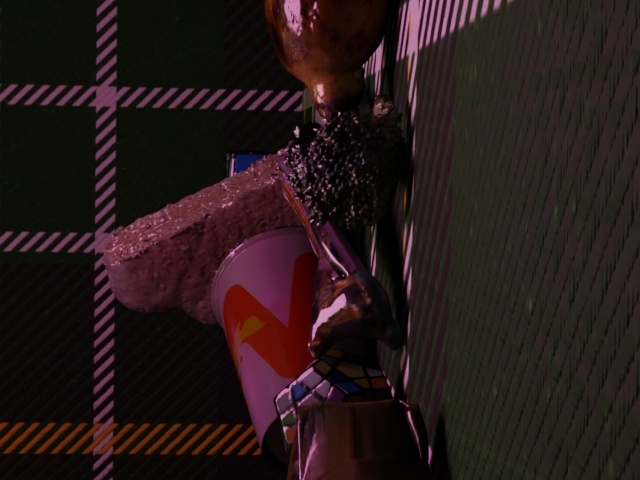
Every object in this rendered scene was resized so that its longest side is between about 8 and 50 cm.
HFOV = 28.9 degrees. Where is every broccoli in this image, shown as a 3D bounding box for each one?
[{"bbox_3d":[0.039,-0.068,1.230,0.204,0.118,0.122,16,-118,-77],"label":"broccoli"}]

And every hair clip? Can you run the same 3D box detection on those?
[{"bbox_3d":[-0.001,-0.002,1.301,0.096,0.110,0.359,-57,26,22],"label":"hair clip"}]

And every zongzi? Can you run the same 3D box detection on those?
[{"bbox_3d":[0.029,0.298,0.958,0.260,0.123,0.289,-92,5,-56],"label":"zongzi"}]

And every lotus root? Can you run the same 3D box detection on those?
[{"bbox_3d":[0.006,-0.276,1.327,0.169,0.141,0.314,118,153,-76],"label":"lotus root"}]

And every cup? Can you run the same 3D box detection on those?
[{"bbox_3d":[-0.022,0.140,1.466,0.288,0.203,0.203,-106,16,-54],"label":"cup"}]

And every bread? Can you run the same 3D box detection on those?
[{"bbox_3d":[-0.106,0.008,1.601,0.183,0.337,0.102,59,-170,-32],"label":"bread"}]

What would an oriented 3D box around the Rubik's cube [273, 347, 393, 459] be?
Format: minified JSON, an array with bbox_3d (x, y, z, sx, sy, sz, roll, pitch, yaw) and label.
[{"bbox_3d":[0.015,0.171,1.200,0.112,0.133,0.133,48,172,3],"label":"Rubik's cube"}]

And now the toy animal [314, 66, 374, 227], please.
[{"bbox_3d":[0.027,-0.140,1.449,0.170,0.089,0.255,84,-173,-51],"label":"toy animal"}]

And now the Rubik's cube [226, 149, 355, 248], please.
[{"bbox_3d":[-0.044,-0.045,1.757,0.180,0.183,0.167,-141,53,-83],"label":"Rubik's cube"}]
